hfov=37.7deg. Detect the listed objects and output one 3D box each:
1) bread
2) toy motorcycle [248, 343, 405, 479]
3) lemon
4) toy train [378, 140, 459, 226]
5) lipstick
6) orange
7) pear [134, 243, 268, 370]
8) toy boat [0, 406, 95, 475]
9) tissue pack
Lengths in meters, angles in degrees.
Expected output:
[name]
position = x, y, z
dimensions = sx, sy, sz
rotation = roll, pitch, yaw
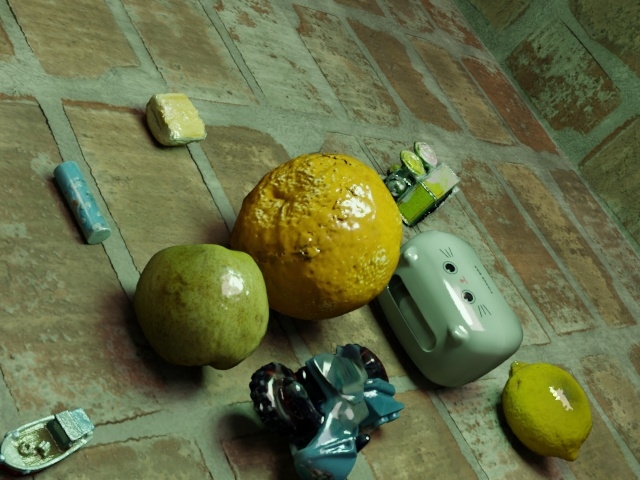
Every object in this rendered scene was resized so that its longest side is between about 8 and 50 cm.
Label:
[bread]
position = -0.318, -0.256, 2.011
dimensions = 0.106, 0.082, 0.125
rotation = -15, 74, -43
[toy motorcycle]
position = 0.027, 0.313, 1.694
dimensions = 0.416, 0.172, 0.232
rotation = 0, 59, -60
[lemon]
position = 0.510, 0.383, 2.131
dimensions = 0.188, 0.188, 0.256
rotation = -7, 60, -52
[toy train]
position = 0.261, -0.155, 2.511
dimensions = 0.177, 0.134, 0.261
rotation = 48, 32, 4
[lipstick]
position = -0.430, -0.069, 1.690
dimensions = 0.048, 0.048, 0.158
rotation = -4, 56, -51
[orange]
position = 0.000, 0.000, 1.852
dimensions = 0.293, 0.340, 0.340
rotation = 51, 22, -40
[pear]
position = -0.203, 0.119, 1.589
dimensions = 0.188, 0.228, 0.211
rotation = 66, 20, -62
[toy boat]
position = -0.388, 0.283, 1.320
dimensions = 0.069, 0.059, 0.173
rotation = 53, 32, 13
[tissue pack]
position = 0.268, 0.149, 2.073
dimensions = 0.236, 0.229, 0.333
rotation = 3, 50, -49
